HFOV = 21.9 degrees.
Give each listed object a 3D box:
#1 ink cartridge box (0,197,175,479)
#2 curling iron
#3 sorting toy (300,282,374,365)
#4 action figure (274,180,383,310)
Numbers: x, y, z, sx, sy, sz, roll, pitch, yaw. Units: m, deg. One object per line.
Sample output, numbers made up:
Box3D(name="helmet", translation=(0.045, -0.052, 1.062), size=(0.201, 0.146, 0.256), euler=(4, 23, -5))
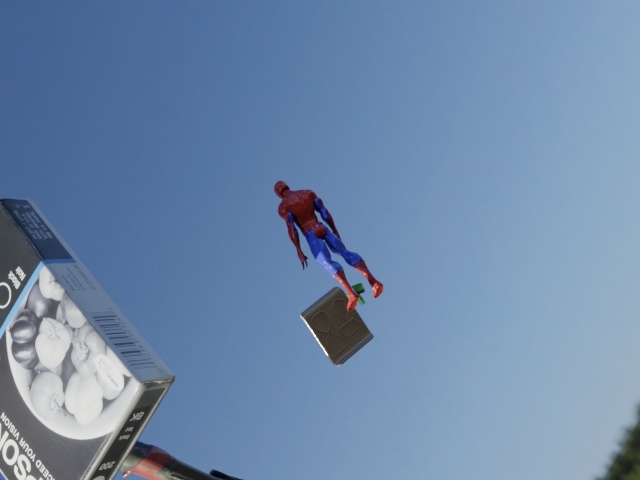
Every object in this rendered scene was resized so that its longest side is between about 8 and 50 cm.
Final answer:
Box3D(name="ink cartridge box", translation=(-0.218, 0.111, 1.214), size=(0.045, 0.206, 0.208), euler=(0, -52, -50))
Box3D(name="curling iron", translation=(-0.161, 0.198, 1.471), size=(0.068, 0.274, 0.035), euler=(-20, 51, 66))
Box3D(name="sorting toy", translation=(0.023, 0.075, 1.579), size=(0.083, 0.062, 0.012), euler=(-37, 2, -37))
Box3D(name="action figure", translation=(0.000, 0.000, 1.212), size=(0.038, 0.115, 0.030), euler=(-27, -22, -22))
